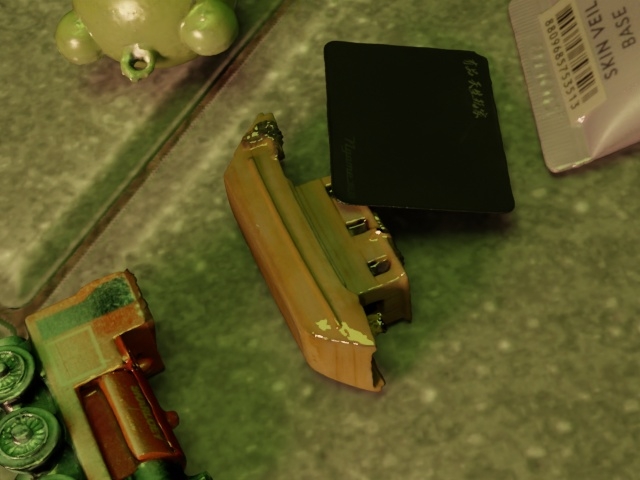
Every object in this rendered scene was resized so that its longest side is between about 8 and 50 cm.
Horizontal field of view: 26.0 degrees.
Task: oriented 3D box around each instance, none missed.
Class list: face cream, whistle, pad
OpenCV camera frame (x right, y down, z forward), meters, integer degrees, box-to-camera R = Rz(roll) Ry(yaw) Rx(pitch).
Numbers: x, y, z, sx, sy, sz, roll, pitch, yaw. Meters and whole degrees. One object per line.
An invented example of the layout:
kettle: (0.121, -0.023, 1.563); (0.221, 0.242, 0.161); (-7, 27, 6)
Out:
face cream: (0.259, -0.143, 0.867); (0.274, 0.096, 0.154); (-19, 56, 16)
whistle: (-0.105, -0.229, 0.985); (0.131, 0.106, 0.288); (-2, 59, 18)
pad: (0.059, -0.075, 0.872); (0.112, 0.003, 0.157); (3, 45, -7)

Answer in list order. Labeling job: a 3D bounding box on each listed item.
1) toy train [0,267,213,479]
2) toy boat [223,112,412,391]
toy train: (-0.127, 0.108, 0.779); (0.118, 0.074, 0.176); (-25, 51, -10)
toy boat: (0.000, 0.000, 0.834); (0.077, 0.057, 0.200); (-22, 53, -9)
